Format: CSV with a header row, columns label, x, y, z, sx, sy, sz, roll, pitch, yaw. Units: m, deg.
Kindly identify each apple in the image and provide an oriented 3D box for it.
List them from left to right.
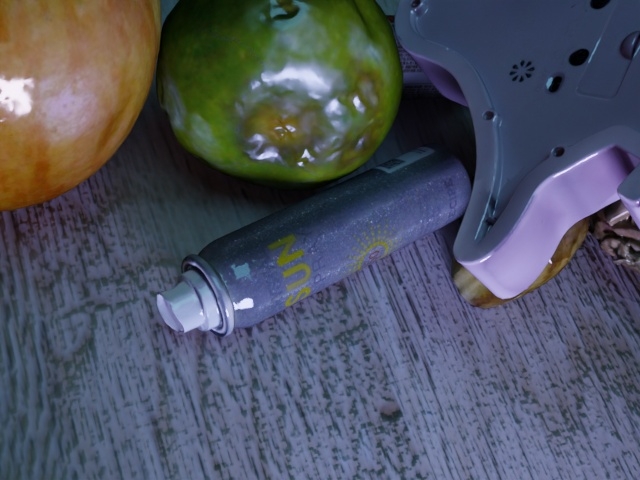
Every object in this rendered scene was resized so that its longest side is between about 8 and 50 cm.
label,x,y,z,sx,sy,sz,roll,pitch,yaw
apple,-0.251,-0.152,0.596,0.286,0.233,0.286,7,53,-9

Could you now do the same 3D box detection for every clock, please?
label,x,y,z,sx,sy,sz,roll,pitch,yaw
clock,0.164,-0.101,0.649,0.275,0.080,0.290,14,74,38

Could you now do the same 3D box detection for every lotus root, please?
label,x,y,z,sx,sy,sz,roll,pitch,yaw
lotus root,0.181,-0.017,0.739,0.095,0.135,0.159,19,71,-8

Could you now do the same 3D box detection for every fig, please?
label,x,y,z,sx,sy,sz,roll,pitch,yaw
fig,-0.042,-0.179,0.728,0.206,0.206,0.275,3,47,-16

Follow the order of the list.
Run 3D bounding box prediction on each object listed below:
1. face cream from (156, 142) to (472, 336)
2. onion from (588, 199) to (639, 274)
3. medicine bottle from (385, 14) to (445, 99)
label,x,y,z,sx,sy,sz,roll,pitch,yaw
face cream,0.000,0.000,0.689,0.283,0.073,0.073,-26,72,-28
onion,0.430,-0.095,0.745,0.353,0.354,0.354,8,60,-14
medicine bottle,0.103,-0.175,0.816,0.140,0.079,0.079,-6,64,-20
